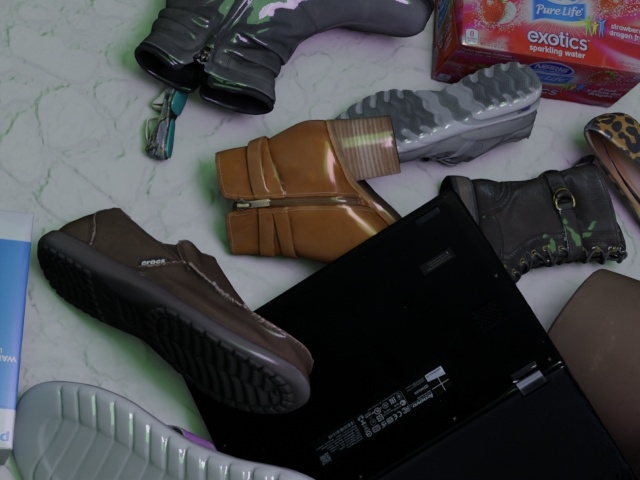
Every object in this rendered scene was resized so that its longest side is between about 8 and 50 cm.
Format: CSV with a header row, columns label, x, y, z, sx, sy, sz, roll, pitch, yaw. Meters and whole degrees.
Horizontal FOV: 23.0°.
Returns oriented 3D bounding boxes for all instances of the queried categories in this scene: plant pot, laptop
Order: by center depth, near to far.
label,x,y,z,sx,sy,sz,roll,pitch,yaw
laptop,0.112,0.234,1.791,0.382,0.236,0.408,-32,58,4
plant pot,0.389,0.154,1.878,0.229,0.263,0.263,35,68,17

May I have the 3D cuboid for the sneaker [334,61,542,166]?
label,x,y,z,sx,sy,sz,roll,pitch,yaw
sneaker,0.142,-0.125,1.947,0.281,0.115,0.105,-13,47,-1

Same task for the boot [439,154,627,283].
label,x,y,z,sx,sy,sz,roll,pitch,yaw
boot,0.275,0.017,1.948,0.229,0.091,0.263,-2,73,-15

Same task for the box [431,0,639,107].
label,x,y,z,sx,sy,sz,roll,pitch,yaw
box,0.281,-0.265,2.012,0.257,0.122,0.128,8,72,-13

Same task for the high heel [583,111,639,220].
label,x,y,z,sx,sy,sz,roll,pitch,yaw
high heel,0.411,-0.035,1.968,0.186,0.093,0.261,14,55,-37

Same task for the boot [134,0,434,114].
label,x,y,z,sx,sy,sz,roll,pitch,yaw
boot,-0.042,-0.244,1.915,0.338,0.118,0.223,12,63,1

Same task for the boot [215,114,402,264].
label,x,y,z,sx,sy,sz,roll,pitch,yaw
boot,0.000,0.000,1.858,0.220,0.109,0.283,-11,102,5

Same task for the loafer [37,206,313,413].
label,x,y,z,sx,sy,sz,roll,pitch,yaw
loafer,-0.147,0.059,1.753,0.366,0.134,0.130,31,58,19

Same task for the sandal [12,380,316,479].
label,x,y,z,sx,sy,sz,roll,pitch,yaw
sandal,-0.155,0.273,1.704,0.416,0.102,0.169,20,99,23

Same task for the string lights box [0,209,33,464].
label,x,y,z,sx,sy,sz,roll,pitch,yaw
string lights box,-0.369,0.107,1.725,0.076,0.133,0.260,6,74,-14

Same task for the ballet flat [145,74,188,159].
label,x,y,z,sx,sy,sz,roll,pitch,yaw
ballet flat,-0.189,-0.152,1.900,0.041,0.041,0.114,17,70,-10
